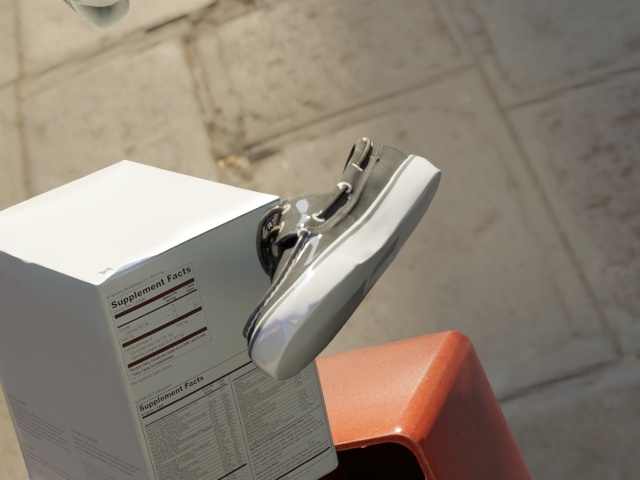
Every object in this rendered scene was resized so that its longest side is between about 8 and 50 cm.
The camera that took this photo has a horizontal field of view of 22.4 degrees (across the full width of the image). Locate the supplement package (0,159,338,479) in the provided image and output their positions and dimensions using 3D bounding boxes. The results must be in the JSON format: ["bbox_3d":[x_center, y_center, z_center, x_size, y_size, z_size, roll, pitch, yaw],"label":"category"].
[{"bbox_3d":[-0.118,0.074,1.106,0.149,0.203,0.194,-27,26,-32],"label":"supplement package"}]

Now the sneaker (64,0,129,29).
[{"bbox_3d":[-0.120,-0.192,0.933,0.090,0.095,0.235,-28,2,-16],"label":"sneaker"}]

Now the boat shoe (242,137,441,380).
[{"bbox_3d":[0.000,0.000,0.988,0.076,0.080,0.228,30,42,10],"label":"boat shoe"}]

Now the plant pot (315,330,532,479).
[{"bbox_3d":[0.043,0.221,1.355,0.267,0.267,0.236,-14,23,28],"label":"plant pot"}]
